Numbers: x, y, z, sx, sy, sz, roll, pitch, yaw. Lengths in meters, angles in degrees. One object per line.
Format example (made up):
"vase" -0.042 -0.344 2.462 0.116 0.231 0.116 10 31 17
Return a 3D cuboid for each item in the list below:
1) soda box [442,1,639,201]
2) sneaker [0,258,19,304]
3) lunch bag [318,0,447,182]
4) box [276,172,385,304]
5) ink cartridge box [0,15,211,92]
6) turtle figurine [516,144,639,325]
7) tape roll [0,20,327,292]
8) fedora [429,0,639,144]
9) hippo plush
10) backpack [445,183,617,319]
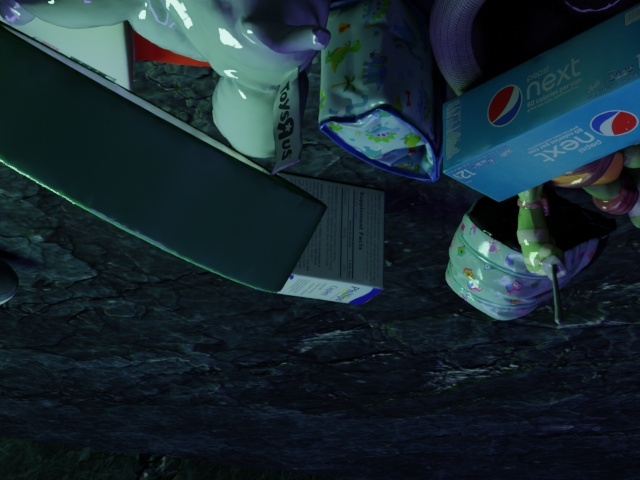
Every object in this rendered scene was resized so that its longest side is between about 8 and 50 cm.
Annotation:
"soda box" 0.192 -0.103 1.099 0.071 0.067 0.210 25 146 -36
"sneaker" -0.457 0.024 1.831 0.226 0.086 0.163 21 155 -38
"lunch bag" 0.070 -0.136 1.296 0.096 0.129 0.151 -9 156 28
"box" 0.000 0.000 1.664 0.137 0.126 0.072 9 157 -17
"ink cartridge box" -0.173 -0.198 1.257 0.238 0.060 0.275 5 159 -4
"turtle figurine" 0.295 -0.036 1.392 0.266 0.198 0.274 0 -155 -44
"tape roll" -0.151 -0.071 1.059 0.321 0.077 0.321 30 -178 -1
"fedora" 0.210 -0.195 1.130 0.243 0.124 0.275 -9 150 22
"hippo plush" -0.114 -0.176 1.040 0.236 0.294 0.234 12 137 -4
"backpack" 0.216 0.006 1.544 0.152 0.115 0.182 27 -152 23
